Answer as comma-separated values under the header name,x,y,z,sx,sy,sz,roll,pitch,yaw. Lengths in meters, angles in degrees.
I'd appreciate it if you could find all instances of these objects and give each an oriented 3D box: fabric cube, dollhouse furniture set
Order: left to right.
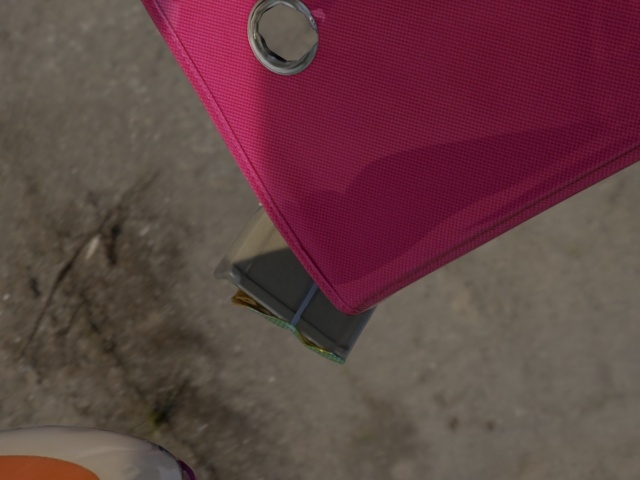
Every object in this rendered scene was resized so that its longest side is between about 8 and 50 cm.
name,x,y,z,sx,sy,sz,roll,pitch,yaw
dollhouse furniture set,0.000,0.000,0.834,0.076,0.058,0.151,36,53,-6
fabric cube,0.097,-0.157,0.763,0.259,0.258,0.254,-32,91,-51

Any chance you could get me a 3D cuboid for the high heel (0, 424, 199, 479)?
name,x,y,z,sx,sy,sz,roll,pitch,yaw
high heel,-0.176,0.200,0.646,0.181,0.377,0.127,52,23,-36
